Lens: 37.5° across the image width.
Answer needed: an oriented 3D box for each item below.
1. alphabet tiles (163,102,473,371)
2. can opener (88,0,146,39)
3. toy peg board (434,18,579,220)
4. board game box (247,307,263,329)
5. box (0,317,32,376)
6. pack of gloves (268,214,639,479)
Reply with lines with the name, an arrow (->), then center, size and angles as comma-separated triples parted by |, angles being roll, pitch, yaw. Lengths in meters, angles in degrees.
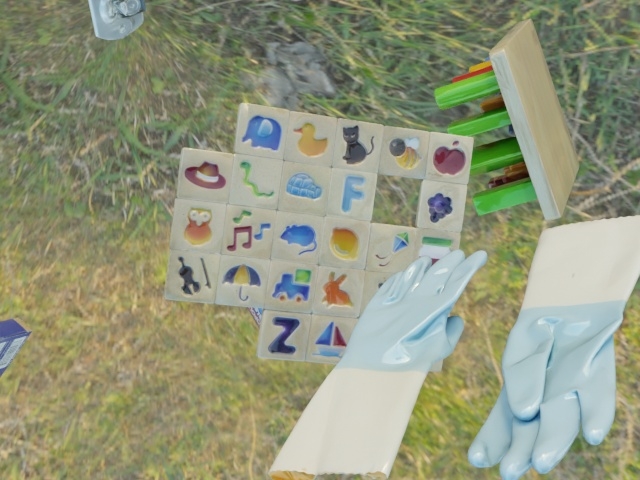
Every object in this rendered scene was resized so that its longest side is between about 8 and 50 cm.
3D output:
alphabet tiles -> 0.000, 0.000, 0.754 | 0.237, 0.009, 0.198 | 7, 94, -15
can opener -> -0.296, -0.403, 1.255 | 0.076, 0.095, 0.283 | -26, 134, -25
toy peg board -> 0.178, -0.111, 0.902 | 0.079, 0.160, 0.161 | -15, 106, 26
board game box -> -0.102, 0.082, 1.713 | 0.060, 0.194, 0.194 | -25, 79, -33
box -> -0.480, 0.174, 1.216 | 0.036, 0.225, 0.136 | 39, 103, 9
pack of gloves -> 0.102, 0.075, 0.590 | 0.195, 0.232, 0.046 | -7, 121, 33
